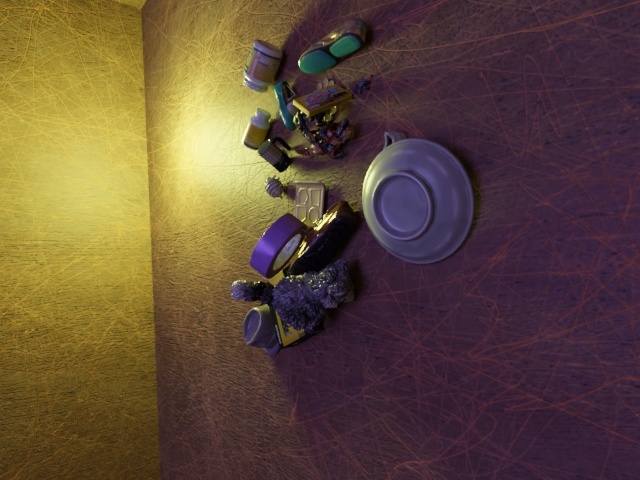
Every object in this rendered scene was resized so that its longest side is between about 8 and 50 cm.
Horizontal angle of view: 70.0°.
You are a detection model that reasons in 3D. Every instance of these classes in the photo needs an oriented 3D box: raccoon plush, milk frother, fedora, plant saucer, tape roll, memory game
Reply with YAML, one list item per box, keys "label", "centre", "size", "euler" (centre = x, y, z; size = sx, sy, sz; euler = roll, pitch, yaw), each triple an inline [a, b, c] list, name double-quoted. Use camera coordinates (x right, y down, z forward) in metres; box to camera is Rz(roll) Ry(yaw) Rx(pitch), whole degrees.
- label: "raccoon plush"
  centre: [-0.089, 0.186, 1.703]
  size: [0.299, 0.445, 0.216]
  euler: [120, 147, -49]
- label: "milk frother"
  centre: [-0.216, -0.389, 2.057]
  size: [0.143, 0.134, 0.129]
  euler: [-4, 56, 48]
- label: "fedora"
  centre: [-0.283, 0.413, 2.152]
  size: [0.244, 0.124, 0.276]
  euler: [51, 127, 38]
- label: "plant saucer"
  centre: [0.273, -0.112, 1.421]
  size: [0.400, 0.100, 0.401]
  euler: [14, 112, 39]
- label: "tape roll"
  centre: [-0.170, 0.023, 1.890]
  size: [0.090, 0.274, 0.275]
  euler: [35, 121, 12]
- label: "memory game"
  centre: [0.017, -0.566, 1.870]
  size: [0.186, 0.012, 0.186]
  euler: [1, 91, 51]

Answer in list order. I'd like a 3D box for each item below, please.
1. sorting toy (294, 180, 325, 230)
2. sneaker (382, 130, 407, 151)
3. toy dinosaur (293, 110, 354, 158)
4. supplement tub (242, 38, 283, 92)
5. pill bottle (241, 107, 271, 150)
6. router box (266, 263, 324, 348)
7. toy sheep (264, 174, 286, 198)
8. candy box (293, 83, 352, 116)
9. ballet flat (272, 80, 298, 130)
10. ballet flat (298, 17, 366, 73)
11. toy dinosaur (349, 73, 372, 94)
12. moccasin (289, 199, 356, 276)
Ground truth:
- label: "sorting toy"
  centre: [-0.044, -0.146, 1.932]
  size: [0.193, 0.038, 0.209]
  euler: [10, 102, 50]
- label: "sneaker"
  centre: [0.240, -0.261, 1.534]
  size: [0.080, 0.094, 0.213]
  euler: [-5, 86, 49]
- label: "toy dinosaur"
  centre: [-0.006, -0.409, 1.798]
  size: [0.321, 0.164, 0.219]
  euler: [-22, 96, 31]
- label: "supplement tub"
  centre: [-0.271, -0.805, 2.115]
  size: [0.144, 0.144, 0.200]
  euler: [53, 128, 36]
- label: "pill bottle"
  centre: [-0.303, -0.533, 2.189]
  size: [0.103, 0.103, 0.184]
  euler: [54, 129, 35]
- label: "router box"
  centre: [-0.124, 0.287, 1.991]
  size: [0.243, 0.080, 0.309]
  euler: [-39, 61, 43]
- label: "toy sheep"
  centre: [-0.209, -0.241, 2.093]
  size: [0.132, 0.091, 0.091]
  euler: [54, 129, 29]
- label: "candy box"
  centre: [0.009, -0.533, 1.728]
  size: [0.105, 0.205, 0.027]
  euler: [43, 150, 33]
- label: "ballet flat"
  centre: [-0.142, -0.605, 2.015]
  size: [0.087, 0.083, 0.248]
  euler: [-31, 68, 31]
- label: "ballet flat"
  centre: [0.049, -0.752, 1.767]
  size: [0.348, 0.123, 0.123]
  euler: [-6, 86, 51]
- label: "toy dinosaur"
  centre: [0.151, -0.571, 1.702]
  size: [0.090, 0.047, 0.082]
  euler: [-51, 34, -5]
- label: "moccasin"
  centre: [-0.003, -0.001, 1.800]
  size: [0.380, 0.139, 0.147]
  euler: [-58, 24, 31]
